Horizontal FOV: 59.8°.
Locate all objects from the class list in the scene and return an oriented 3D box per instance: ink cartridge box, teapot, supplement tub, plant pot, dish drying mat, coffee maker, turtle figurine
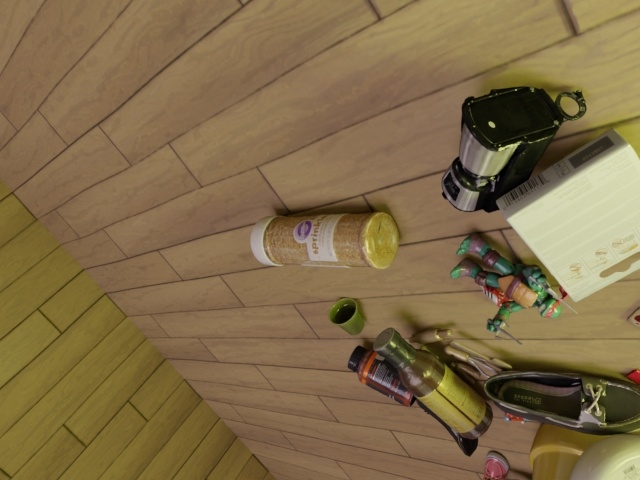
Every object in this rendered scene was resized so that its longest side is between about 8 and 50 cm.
[{"bbox_3d":[0.407,-0.029,0.838,0.189,0.066,0.232,-35,126,23],"label":"ink cartridge box"},{"bbox_3d":[0.573,0.483,1.055,0.256,0.253,0.187,16,175,-1],"label":"teapot"},{"bbox_3d":[0.173,0.355,1.489,0.197,0.106,0.106,24,142,22],"label":"supplement tub"},{"bbox_3d":[0.076,0.206,1.448,0.083,0.083,0.079,3,142,41],"label":"plant pot"},{"bbox_3d":[0.577,0.569,1.235,0.254,0.239,0.254,24,142,20],"label":"plant pot"},{"bbox_3d":[0.631,0.276,1.062,0.083,0.008,0.032,34,145,10],"label":"dish drying mat"},{"bbox_3d":[0.279,-0.128,0.830,0.171,0.120,0.178,3,152,3],"label":"coffee maker"},{"bbox_3d":[0.354,0.091,1.021,0.234,0.118,0.175,39,130,31],"label":"turtle figurine"}]

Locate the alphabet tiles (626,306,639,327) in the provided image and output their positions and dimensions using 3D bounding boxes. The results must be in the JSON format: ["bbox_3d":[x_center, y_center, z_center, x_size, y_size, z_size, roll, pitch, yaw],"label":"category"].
[{"bbox_3d":[0.656,0.137,0.886,0.237,0.009,0.198,29,143,15],"label":"alphabet tiles"}]

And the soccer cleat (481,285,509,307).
[{"bbox_3d":[0.350,0.107,1.123,0.083,0.029,0.035,42,174,-21],"label":"soccer cleat"}]

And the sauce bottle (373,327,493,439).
[{"bbox_3d":[0.270,0.339,1.343,0.344,0.111,0.111,44,145,-15],"label":"sauce bottle"}]

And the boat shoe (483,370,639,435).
[{"bbox_3d":[0.492,0.326,1.133,0.095,0.112,0.335,27,156,-37],"label":"boat shoe"}]

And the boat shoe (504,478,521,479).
[{"bbox_3d":[0.573,0.695,1.500,0.183,0.065,0.083,-14,122,29],"label":"boat shoe"}]

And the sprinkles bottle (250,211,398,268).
[{"bbox_3d":[0.000,0.000,1.246,0.355,0.121,0.121,0,129,42],"label":"sprinkles bottle"}]

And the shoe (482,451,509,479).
[{"bbox_3d":[0.489,0.676,1.571,0.063,0.081,0.178,15,138,32],"label":"shoe"}]

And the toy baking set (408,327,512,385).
[{"bbox_3d":[0.329,0.272,1.323,0.196,0.030,0.256,37,152,-6],"label":"toy baking set"}]

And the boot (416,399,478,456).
[{"bbox_3d":[0.342,0.487,1.519,0.137,0.077,0.198,-1,115,49],"label":"boot"}]

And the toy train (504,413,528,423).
[{"bbox_3d":[0.488,0.382,1.286,0.125,0.046,0.166,33,143,-32],"label":"toy train"}]
